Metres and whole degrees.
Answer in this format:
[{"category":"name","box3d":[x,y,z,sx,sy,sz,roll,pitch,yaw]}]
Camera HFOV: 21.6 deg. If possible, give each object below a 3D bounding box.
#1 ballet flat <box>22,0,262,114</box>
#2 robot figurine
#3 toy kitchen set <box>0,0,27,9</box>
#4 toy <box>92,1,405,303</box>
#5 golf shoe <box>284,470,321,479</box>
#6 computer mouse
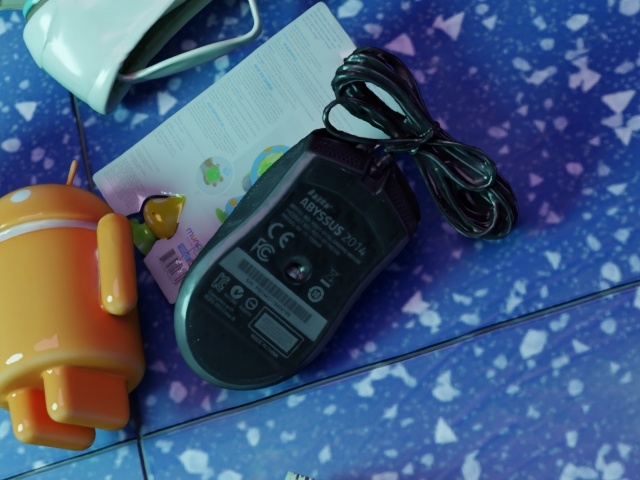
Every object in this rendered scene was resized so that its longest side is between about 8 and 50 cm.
[{"category":"ballet flat","box3d":[-0.060,-0.241,1.403,0.400,0.139,0.139,-34,63,4]},{"category":"robot figurine","box3d":[-0.207,0.051,1.300,0.128,0.158,0.219,-6,64,-11]},{"category":"toy kitchen set","box3d":[-0.292,-0.238,1.502,0.075,0.068,0.083,-6,62,-18]},{"category":"toy","box3d":[-0.053,-0.066,1.349,0.237,0.056,0.137,-36,66,4]},{"category":"golf shoe","box3d":[0.030,0.233,1.191,0.176,0.069,0.086,33,85,26]},{"category":"computer mouse","box3d":[0.000,0.000,1.278,0.272,0.072,0.188,-44,108,2]}]
